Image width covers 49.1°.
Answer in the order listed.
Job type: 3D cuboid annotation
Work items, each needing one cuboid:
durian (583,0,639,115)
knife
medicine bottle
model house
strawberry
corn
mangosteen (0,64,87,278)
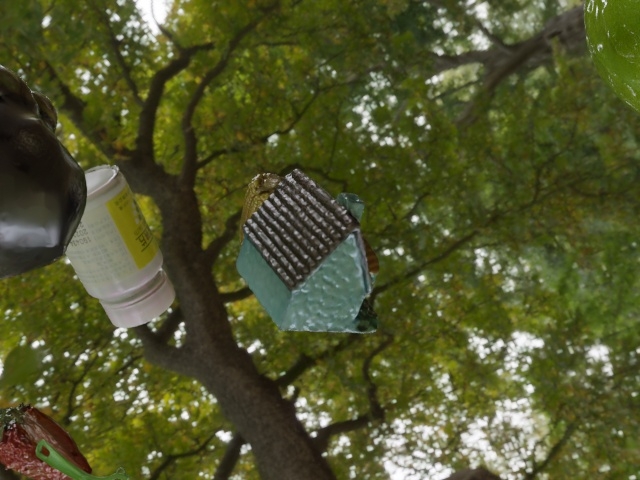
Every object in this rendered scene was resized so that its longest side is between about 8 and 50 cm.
[{"bbox_3d":[0.308,-0.165,0.486,0.340,0.204,0.256,3,-162,-47],"label":"durian"},{"bbox_3d":[-0.384,0.364,1.112,0.166,0.078,0.022,27,180,9],"label":"knife"},{"bbox_3d":[-0.530,0.020,1.784,0.213,0.214,0.378,-70,-35,-56],"label":"medicine bottle"},{"bbox_3d":[0.000,0.000,1.304,0.230,0.248,0.280,7,-156,-33],"label":"model house"},{"bbox_3d":[-0.613,0.456,1.531,0.228,0.098,0.174,41,-178,-25],"label":"strawberry"},{"bbox_3d":[-0.153,-0.061,1.865,0.119,0.321,0.119,6,-130,-8],"label":"corn"},{"bbox_3d":[-0.438,-0.092,0.900,0.287,0.233,0.287,61,170,19],"label":"mangosteen"}]
